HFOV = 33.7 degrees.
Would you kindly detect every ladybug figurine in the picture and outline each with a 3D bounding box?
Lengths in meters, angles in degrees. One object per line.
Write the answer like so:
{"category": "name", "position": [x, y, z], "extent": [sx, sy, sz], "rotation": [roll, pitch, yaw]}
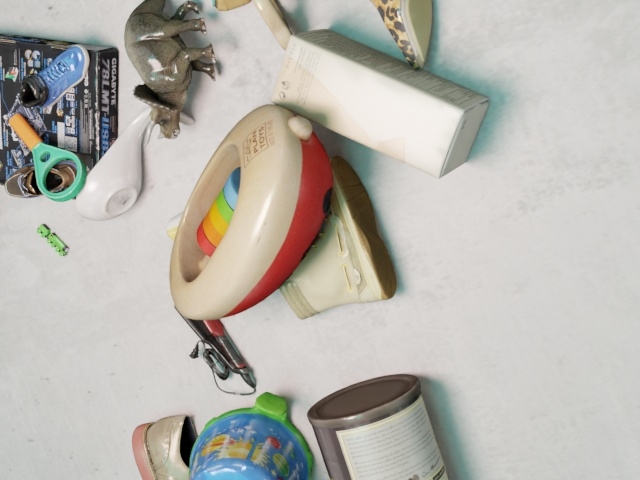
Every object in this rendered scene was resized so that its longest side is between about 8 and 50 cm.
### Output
{"category": "ladybug figurine", "position": [-0.111, -0.036, 1.767], "extent": [0.162, 0.305, 0.449], "rotation": [15, 137, -25]}

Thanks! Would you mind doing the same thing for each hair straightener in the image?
{"category": "hair straightener", "position": [-0.205, 0.206, 2.018], "extent": [0.089, 0.047, 0.230], "rotation": [-37, 91, 28]}

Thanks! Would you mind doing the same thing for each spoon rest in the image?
{"category": "spoon rest", "position": [-0.351, -0.145, 1.955], "extent": [0.276, 0.137, 0.084], "rotation": [-48, 63, 12]}

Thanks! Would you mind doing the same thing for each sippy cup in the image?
{"category": "sippy cup", "position": [-0.141, 0.442, 1.907], "extent": [0.240, 0.224, 0.305], "rotation": [-15, 95, 6]}

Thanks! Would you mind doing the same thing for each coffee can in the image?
{"category": "coffee can", "position": [0.114, 0.395, 1.823], "extent": [0.202, 0.201, 0.275], "rotation": [-15, 97, 28]}

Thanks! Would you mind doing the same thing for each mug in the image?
{"category": "mug", "position": [-0.255, -0.020, 1.962], "extent": [0.064, 0.078, 0.062], "rotation": [-14, 121, 36]}

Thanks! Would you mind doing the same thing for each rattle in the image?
{"category": "rattle", "position": [-0.040, -0.387, 1.764], "extent": [0.143, 0.130, 0.199], "rotation": [-35, 101, -9]}

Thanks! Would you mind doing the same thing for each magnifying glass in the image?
{"category": "magnifying glass", "position": [-0.509, -0.158, 1.947], "extent": [0.092, 0.026, 0.231], "rotation": [-44, 59, 0]}

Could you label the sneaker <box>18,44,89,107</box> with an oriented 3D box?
{"category": "sneaker", "position": [-0.485, -0.292, 1.908], "extent": [0.152, 0.084, 0.058], "rotation": [-38, 87, 27]}

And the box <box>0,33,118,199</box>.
{"category": "box", "position": [-0.529, -0.237, 2.031], "extent": [0.293, 0.073, 0.295], "rotation": [10, 108, 23]}

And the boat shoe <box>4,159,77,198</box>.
{"category": "boat shoe", "position": [-0.534, -0.115, 1.992], "extent": [0.183, 0.066, 0.066], "rotation": [-12, 100, 28]}

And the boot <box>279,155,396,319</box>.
{"category": "boot", "position": [0.000, 0.000, 1.837], "extent": [0.204, 0.095, 0.261], "rotation": [-17, 99, 29]}

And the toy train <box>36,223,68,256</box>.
{"category": "toy train", "position": [-0.538, -0.001, 2.129], "extent": [0.083, 0.017, 0.023], "rotation": [43, 106, 9]}

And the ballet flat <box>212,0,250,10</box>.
{"category": "ballet flat", "position": [-0.159, -0.509, 1.796], "extent": [0.073, 0.080, 0.232], "rotation": [-6, 105, -2]}

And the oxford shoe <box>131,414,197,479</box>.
{"category": "oxford shoe", "position": [-0.247, 0.508, 2.070], "extent": [0.130, 0.123, 0.348], "rotation": [-24, 94, 23]}

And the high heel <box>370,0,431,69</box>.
{"category": "high heel", "position": [0.078, -0.394, 1.710], "extent": [0.186, 0.093, 0.261], "rotation": [-4, 106, 40]}

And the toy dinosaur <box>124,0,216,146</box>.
{"category": "toy dinosaur", "position": [-0.274, -0.336, 1.831], "extent": [0.160, 0.121, 0.313], "rotation": [-16, 90, -9]}

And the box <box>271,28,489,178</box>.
{"category": "box", "position": [0.096, -0.225, 1.700], "extent": [0.311, 0.148, 0.121], "rotation": [27, 114, 18]}
